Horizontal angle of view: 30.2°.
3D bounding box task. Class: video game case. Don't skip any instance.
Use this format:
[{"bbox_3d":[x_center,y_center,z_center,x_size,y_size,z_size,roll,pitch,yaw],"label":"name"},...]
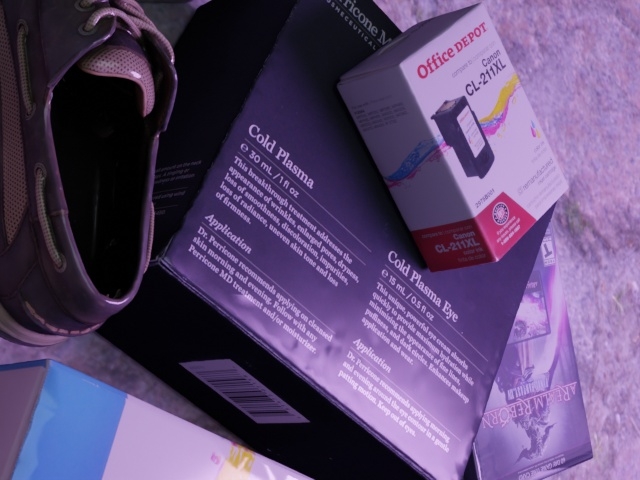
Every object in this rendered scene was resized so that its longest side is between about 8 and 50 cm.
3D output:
[{"bbox_3d":[0.205,0.122,1.270,0.196,0.026,0.274,-9,88,-42],"label":"video game case"}]

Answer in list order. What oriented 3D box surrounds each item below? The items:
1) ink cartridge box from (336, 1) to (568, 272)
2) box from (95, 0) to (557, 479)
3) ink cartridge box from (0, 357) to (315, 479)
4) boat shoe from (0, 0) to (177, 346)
[{"bbox_3d":[0.108,-0.083,0.947,0.127,0.072,0.175,-41,110,-39],"label":"ink cartridge box"},{"bbox_3d":[0.000,0.000,1.004,0.343,0.179,0.312,43,57,-29],"label":"box"},{"bbox_3d":[-0.153,0.225,0.816,0.270,0.198,0.197,31,63,-33],"label":"ink cartridge box"},{"bbox_3d":[-0.153,-0.108,0.790,0.132,0.130,0.355,7,80,-51],"label":"boat shoe"}]
